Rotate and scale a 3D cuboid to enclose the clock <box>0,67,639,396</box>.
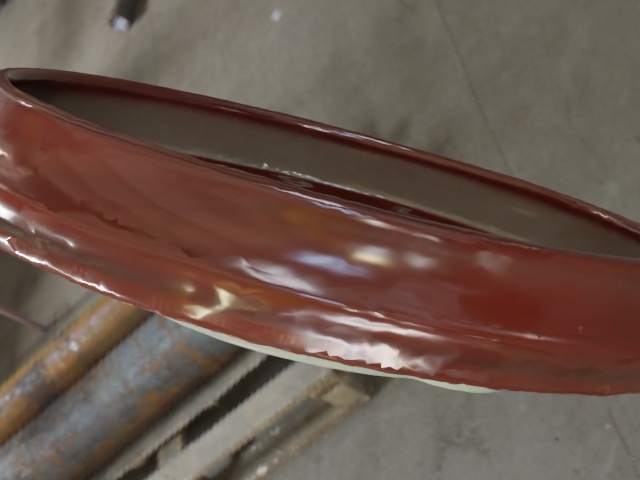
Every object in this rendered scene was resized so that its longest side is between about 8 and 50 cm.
[{"bbox_3d":[0.000,0.000,0.488,0.318,0.318,0.080,31,108,57],"label":"clock"}]
